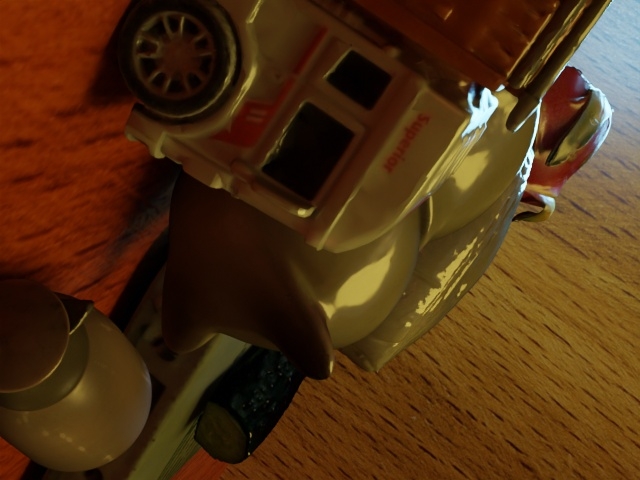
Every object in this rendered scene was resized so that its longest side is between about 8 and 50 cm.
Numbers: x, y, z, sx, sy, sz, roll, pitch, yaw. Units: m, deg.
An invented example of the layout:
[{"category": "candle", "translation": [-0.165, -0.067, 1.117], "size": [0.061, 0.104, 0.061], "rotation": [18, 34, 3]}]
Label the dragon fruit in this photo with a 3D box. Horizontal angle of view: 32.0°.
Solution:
[{"category": "dragon fruit", "translation": [0.276, -0.157, 1.740], "size": [0.226, 0.305, 0.305], "rotation": [-57, 174, -12]}]

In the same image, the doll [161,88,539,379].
[{"category": "doll", "translation": [0.031, -0.065, 0.893], "size": [0.370, 0.215, 0.226], "rotation": [-37, 123, -40]}]

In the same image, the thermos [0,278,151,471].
[{"category": "thermos", "translation": [-0.186, 0.088, 0.697], "size": [0.137, 0.105, 0.193], "rotation": [-21, 164, -7]}]

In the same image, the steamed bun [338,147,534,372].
[{"category": "steamed bun", "translation": [0.112, -0.039, 1.407], "size": [0.383, 0.247, 0.236], "rotation": [-51, 175, -12]}]

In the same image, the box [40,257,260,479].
[{"category": "box", "translation": [-0.118, 0.109, 1.172], "size": [0.396, 0.111, 0.396], "rotation": [-58, 171, 27]}]

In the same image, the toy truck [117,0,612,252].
[{"category": "toy truck", "translation": [0.069, -0.173, 0.609], "size": [0.387, 0.207, 0.173], "rotation": [-56, 173, 19]}]

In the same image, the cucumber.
[{"category": "cucumber", "translation": [-0.040, 0.133, 1.106], "size": [0.211, 0.062, 0.078], "rotation": [-43, 165, -49]}]
